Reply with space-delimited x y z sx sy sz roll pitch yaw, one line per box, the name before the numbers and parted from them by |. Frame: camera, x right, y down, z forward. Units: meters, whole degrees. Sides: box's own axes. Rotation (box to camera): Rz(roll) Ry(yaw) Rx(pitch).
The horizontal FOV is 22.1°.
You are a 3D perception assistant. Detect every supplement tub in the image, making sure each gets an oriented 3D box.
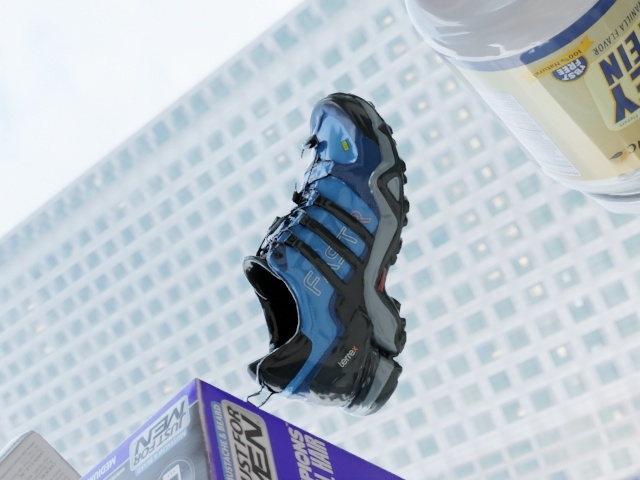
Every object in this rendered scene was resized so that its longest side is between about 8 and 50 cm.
supplement tub | 0.245 -0.185 1.498 0.316 0.228 0.228 41 -134 -41

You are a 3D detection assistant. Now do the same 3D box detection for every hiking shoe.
hiking shoe | 0.000 0.000 1.430 0.132 0.113 0.304 8 -117 -22

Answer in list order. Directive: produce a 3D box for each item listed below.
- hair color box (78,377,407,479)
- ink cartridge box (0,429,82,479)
hair color box | -0.006 0.235 1.057 0.339 0.185 0.110 30 -150 -36
ink cartridge box | -0.211 0.294 1.280 0.232 0.066 0.189 49 -130 -10
